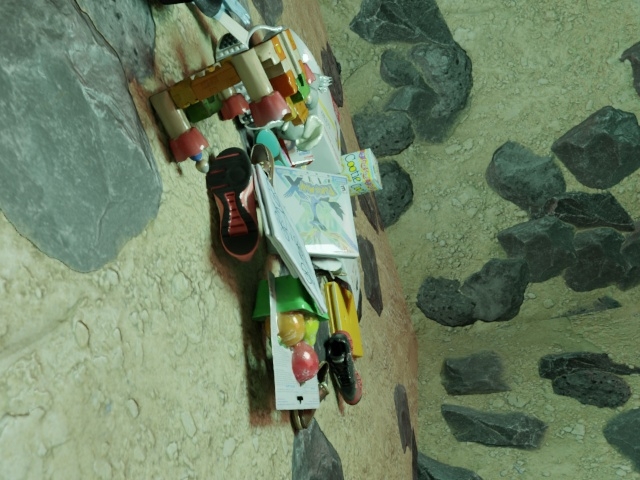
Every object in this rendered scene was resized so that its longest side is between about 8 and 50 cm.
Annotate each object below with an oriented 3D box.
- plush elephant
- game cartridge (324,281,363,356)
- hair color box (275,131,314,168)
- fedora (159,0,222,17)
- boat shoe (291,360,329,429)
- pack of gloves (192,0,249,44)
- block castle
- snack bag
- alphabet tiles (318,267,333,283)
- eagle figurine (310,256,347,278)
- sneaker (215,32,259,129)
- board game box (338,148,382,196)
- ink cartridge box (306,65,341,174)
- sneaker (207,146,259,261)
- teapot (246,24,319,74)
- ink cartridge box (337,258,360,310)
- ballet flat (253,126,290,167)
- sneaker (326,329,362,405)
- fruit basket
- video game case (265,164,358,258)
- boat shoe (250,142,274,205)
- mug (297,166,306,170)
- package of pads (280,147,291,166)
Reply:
[{"bbox_3d":[-0.114,-0.443,1.873,0.330,0.272,0.255,-3,114,-47],"label":"plush elephant"},{"bbox_3d":[0.100,0.335,2.334,0.323,0.052,0.285,42,37,-68],"label":"game cartridge"},{"bbox_3d":[-0.097,-0.350,2.040,0.053,0.093,0.167,-34,-105,64],"label":"hair color box"},{"bbox_3d":[-0.357,-0.684,1.330,0.334,0.152,0.334,-10,90,-76],"label":"fedora"},{"bbox_3d":[-0.022,0.452,1.704,0.257,0.095,0.095,-79,152,-56],"label":"boat shoe"},{"bbox_3d":[-0.307,-0.675,1.636,0.232,0.046,0.195,35,38,-27],"label":"pack of gloves"},{"bbox_3d":[-0.185,-0.353,1.408,0.453,0.303,0.213,-72,139,-63],"label":"block castle"},{"bbox_3d":[-0.089,-0.003,1.539,0.342,0.037,0.323,60,7,-42],"label":"snack bag"},{"bbox_3d":[0.000,0.000,2.311,0.285,0.011,0.342,-81,154,-52],"label":"alphabet tiles"},{"bbox_3d":[-0.015,-0.019,1.951,0.226,0.225,0.298,-5,95,-67],"label":"eagle figurine"},{"bbox_3d":[-0.239,-0.477,1.715,0.118,0.110,0.292,-117,-170,-80],"label":"sneaker"},{"bbox_3d":[0.104,-0.270,2.402,0.142,0.275,0.144,36,43,-67],"label":"board game box"},{"bbox_3d":[-0.031,-0.471,2.302,0.279,0.160,0.385,60,23,-47],"label":"ink cartridge box"},{"bbox_3d":[-0.223,-0.088,1.473,0.136,0.116,0.314,94,-12,-71],"label":"sneaker"},{"bbox_3d":[-0.142,-0.626,2.022,0.256,0.187,0.252,51,-4,1],"label":"teapot"},{"bbox_3d":[0.076,0.064,2.354,0.308,0.091,0.385,-74,150,-65],"label":"ink cartridge box"},{"bbox_3d":[-0.165,-0.281,1.861,0.087,0.083,0.247,58,-3,46],"label":"ballet flat"},{"bbox_3d":[0.081,0.465,2.060,0.135,0.097,0.276,26,51,-71],"label":"sneaker"},{"bbox_3d":[-0.083,0.282,1.554,0.327,0.165,0.353,38,48,-66],"label":"fruit basket"},{"bbox_3d":[-0.035,-0.092,1.839,0.329,0.036,0.300,5,67,-32],"label":"video game case"},{"bbox_3d":[-0.179,-0.204,1.724,0.073,0.073,0.207,31,47,-72],"label":"boat shoe"},{"bbox_3d":[-0.091,-0.274,2.108,0.078,0.064,0.062,-52,127,-71],"label":"mug"},{"bbox_3d":[-0.139,-0.279,1.967,0.032,0.050,0.083,38,-17,43],"label":"package of pads"}]
